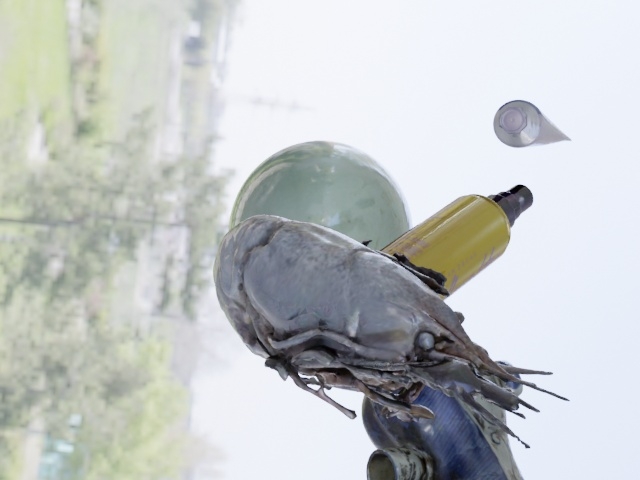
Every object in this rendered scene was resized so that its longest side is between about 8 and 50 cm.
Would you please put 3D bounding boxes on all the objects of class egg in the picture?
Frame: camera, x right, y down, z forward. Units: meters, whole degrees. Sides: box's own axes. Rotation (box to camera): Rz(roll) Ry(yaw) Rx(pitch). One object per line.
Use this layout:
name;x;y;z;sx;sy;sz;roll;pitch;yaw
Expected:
egg;0.000;0.000;1.780;0.371;0.230;0.230;94;1;-78

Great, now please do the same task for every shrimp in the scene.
shrimp;0.041;0.081;1.110;0.116;0.343;0.145;-10;117;-49

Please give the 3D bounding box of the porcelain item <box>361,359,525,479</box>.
porcelain item;0.110;0.221;1.316;0.138;0.186;0.288;-51;-130;46

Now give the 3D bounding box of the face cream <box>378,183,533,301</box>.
face cream;0.135;0.006;1.433;0.273;0.078;0.078;-33;143;-43

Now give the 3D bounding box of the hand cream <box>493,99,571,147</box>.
hand cream;0.226;-0.125;1.563;0.142;0.084;0.053;3;95;-70
